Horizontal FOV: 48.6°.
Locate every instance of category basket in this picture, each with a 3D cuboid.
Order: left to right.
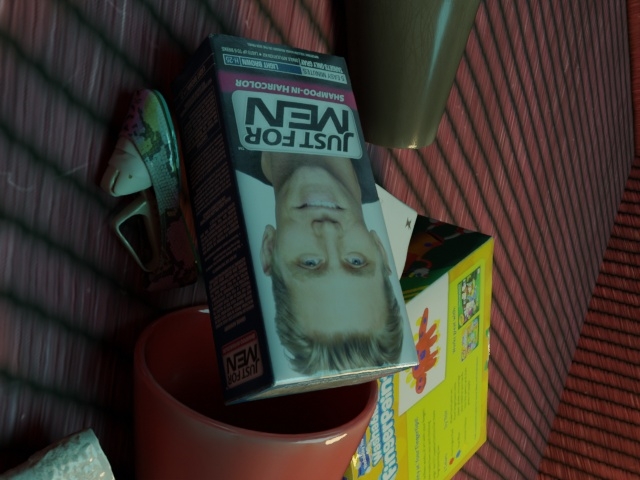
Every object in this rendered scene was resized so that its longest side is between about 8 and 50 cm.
[{"bbox_3d":[0.121,-0.260,1.027,0.154,0.204,0.227,-111,-157,-60],"label":"basket"}]

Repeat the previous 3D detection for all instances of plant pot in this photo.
[{"bbox_3d":[-0.090,0.238,0.801,0.275,0.275,0.243,-17,125,-56],"label":"plant pot"}]

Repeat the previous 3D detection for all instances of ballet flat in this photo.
[{"bbox_3d":[-0.177,-0.040,0.720,0.079,0.077,0.222,-24,124,-29],"label":"ballet flat"}]

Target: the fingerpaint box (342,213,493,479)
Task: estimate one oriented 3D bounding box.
[{"bbox_3d":[0.112,0.238,1.159,0.371,0.163,0.445,-32,128,-37],"label":"fingerpaint box"}]

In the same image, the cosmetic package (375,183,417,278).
[{"bbox_3d":[0.000,0.000,0.904,0.151,0.183,0.151,24,81,-59],"label":"cosmetic package"}]

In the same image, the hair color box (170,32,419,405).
[{"bbox_3d":[-0.031,-0.024,0.721,0.173,0.105,0.347,-1,71,-36],"label":"hair color box"}]

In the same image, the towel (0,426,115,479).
[{"bbox_3d":[-0.270,0.331,0.678,0.187,0.049,0.282,-25,124,-32],"label":"towel"}]
